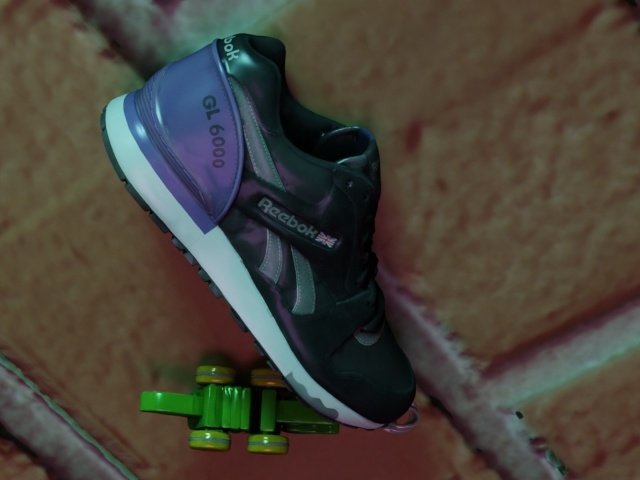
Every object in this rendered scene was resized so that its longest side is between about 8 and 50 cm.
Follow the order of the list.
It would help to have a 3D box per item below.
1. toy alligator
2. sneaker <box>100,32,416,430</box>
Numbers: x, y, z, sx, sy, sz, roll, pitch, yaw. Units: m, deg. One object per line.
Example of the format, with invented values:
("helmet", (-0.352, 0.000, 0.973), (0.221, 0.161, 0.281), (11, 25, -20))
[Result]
("toy alligator", (-0.028, 0.119, 1.071), (0.189, 0.056, 0.051), (3, 168, -1))
("sneaker", (0.000, 0.000, 0.950), (0.124, 0.107, 0.283), (-31, 119, 16))
